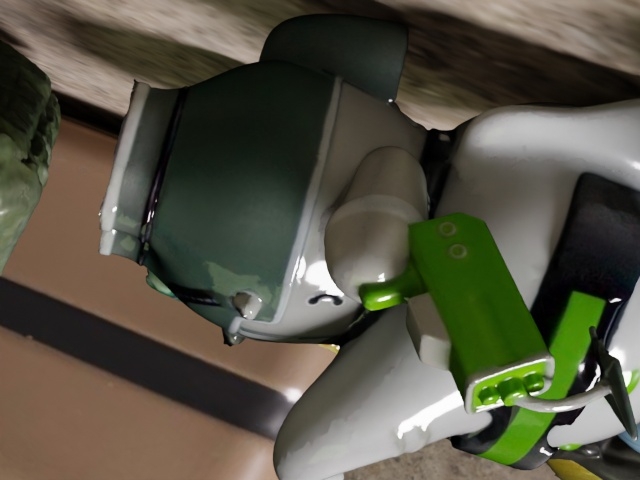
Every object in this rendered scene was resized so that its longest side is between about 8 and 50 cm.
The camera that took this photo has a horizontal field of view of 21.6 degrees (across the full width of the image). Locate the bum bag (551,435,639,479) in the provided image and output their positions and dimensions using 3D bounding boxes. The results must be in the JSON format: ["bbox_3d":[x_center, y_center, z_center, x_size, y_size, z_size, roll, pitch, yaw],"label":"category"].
[{"bbox_3d":[0.220,0.112,0.855,0.326,0.079,0.142,16,178,29],"label":"bum bag"}]

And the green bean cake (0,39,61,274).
[{"bbox_3d":[-0.206,-0.056,0.710,0.185,0.094,0.183,28,-166,-11],"label":"green bean cake"}]

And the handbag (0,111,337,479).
[{"bbox_3d":[-0.132,0.080,0.894,0.302,0.283,0.149,22,175,16],"label":"handbag"}]

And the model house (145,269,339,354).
[{"bbox_3d":[0.000,0.000,0.641,0.100,0.087,0.100,24,177,6],"label":"model house"}]

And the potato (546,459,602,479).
[{"bbox_3d":[0.218,0.158,1.187,0.188,0.085,0.105,33,167,-34],"label":"potato"}]

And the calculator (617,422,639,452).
[{"bbox_3d":[0.217,0.084,0.631,0.188,0.042,0.303,22,168,-37],"label":"calculator"}]

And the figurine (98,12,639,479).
[{"bbox_3d":[0.036,0.007,0.460,0.192,0.126,0.147,13,156,-7],"label":"figurine"}]
